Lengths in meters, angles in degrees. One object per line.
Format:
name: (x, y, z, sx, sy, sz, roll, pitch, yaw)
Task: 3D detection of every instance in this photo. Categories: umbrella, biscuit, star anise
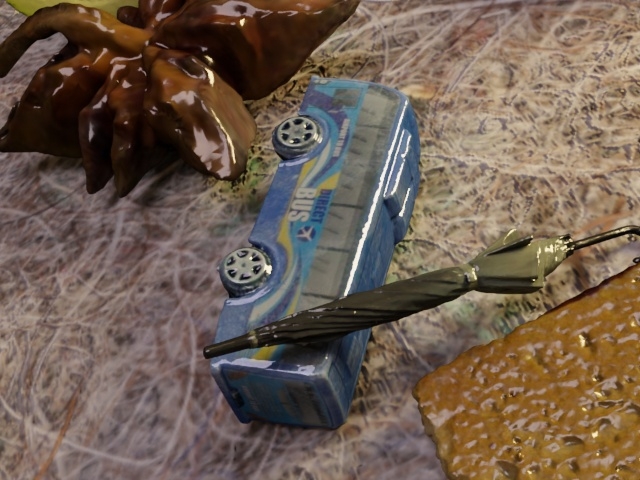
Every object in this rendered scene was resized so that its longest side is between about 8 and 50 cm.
umbrella: (0.064, 0.024, 0.551, 0.269, 0.044, 0.044, -12, 50, -11)
biscuit: (0.171, 0.071, 0.503, 0.236, 0.026, 0.131, -28, 46, 2)
star anise: (-0.139, -0.149, 0.803, 0.292, 0.109, 0.349, -35, 44, -11)

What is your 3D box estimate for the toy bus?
toy bus: (0.002, 0.002, 0.623, 0.094, 0.079, 0.237, 10, 56, 14)

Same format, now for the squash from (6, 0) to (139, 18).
squash: (-0.206, -0.290, 0.882, 0.219, 0.219, 0.041, -31, 46, 0)
